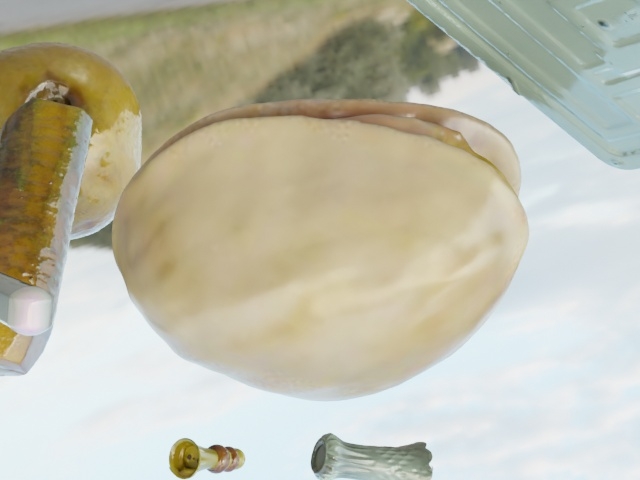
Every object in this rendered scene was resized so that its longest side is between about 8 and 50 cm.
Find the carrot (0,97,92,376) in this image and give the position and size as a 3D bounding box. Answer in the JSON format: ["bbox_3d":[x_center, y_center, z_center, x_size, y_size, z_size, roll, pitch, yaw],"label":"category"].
[{"bbox_3d":[-0.321,-0.004,1.491,0.114,0.302,0.114,6,155,3],"label":"carrot"}]

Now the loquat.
[{"bbox_3d":[-0.365,-0.133,1.866,0.274,0.275,0.275,-18,-174,2],"label":"loquat"}]

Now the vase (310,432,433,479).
[{"bbox_3d":[0.062,0.289,1.808,0.148,0.081,0.081,12,173,-23],"label":"vase"}]

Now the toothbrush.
[{"bbox_3d":[-0.242,0.009,0.839,0.030,0.025,0.342,0,-170,-38],"label":"toothbrush"}]

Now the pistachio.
[{"bbox_3d":[0.000,0.000,1.040,0.308,0.230,0.230,-12,-173,10],"label":"pistachio"}]

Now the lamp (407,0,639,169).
[{"bbox_3d":[0.201,-0.148,0.924,0.266,0.269,0.047,-12,-134,61],"label":"lamp"}]

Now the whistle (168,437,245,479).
[{"bbox_3d":[-0.131,0.250,1.592,0.057,0.046,0.109,-21,162,24],"label":"whistle"}]
